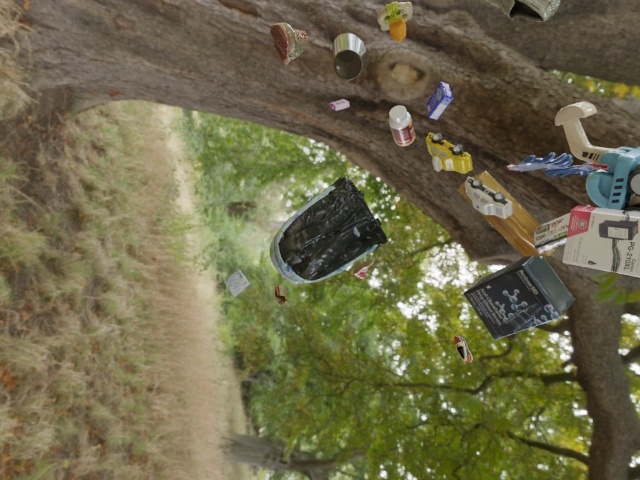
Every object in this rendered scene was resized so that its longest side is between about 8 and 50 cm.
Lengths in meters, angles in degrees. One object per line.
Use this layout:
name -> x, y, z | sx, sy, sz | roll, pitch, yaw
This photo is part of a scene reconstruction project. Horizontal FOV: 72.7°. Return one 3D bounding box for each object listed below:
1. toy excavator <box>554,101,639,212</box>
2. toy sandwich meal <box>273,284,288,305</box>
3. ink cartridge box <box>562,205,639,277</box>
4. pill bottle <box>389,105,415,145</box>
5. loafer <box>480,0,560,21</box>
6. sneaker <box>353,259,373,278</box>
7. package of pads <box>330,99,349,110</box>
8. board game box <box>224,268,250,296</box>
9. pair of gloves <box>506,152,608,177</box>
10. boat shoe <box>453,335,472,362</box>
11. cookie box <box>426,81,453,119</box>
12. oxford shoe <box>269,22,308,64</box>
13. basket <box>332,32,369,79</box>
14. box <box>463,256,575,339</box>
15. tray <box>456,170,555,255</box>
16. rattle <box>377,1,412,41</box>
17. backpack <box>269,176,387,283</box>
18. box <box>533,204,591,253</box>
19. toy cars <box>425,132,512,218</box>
toy excavator -> 1.106, -0.289, 1.667 | 0.445, 0.222, 0.433 | 31, -43, 51
toy sandwich meal -> -0.159, 0.222, 1.766 | 0.085, 0.029, 0.085 | 47, 30, -38
ink cartridge box -> 0.868, 0.001, 1.284 | 0.100, 0.237, 0.172 | -16, 113, -47
pill bottle -> 0.314, -0.444, 1.685 | 0.152, 0.086, 0.086 | 53, 41, -55
loafer -> 0.746, -0.916, 1.675 | 0.111, 0.319, 0.112 | -54, 142, 0
sneaker -> 0.229, 0.149, 2.206 | 0.118, 0.067, 0.042 | -36, -144, 12
package of pads -> 0.093, -0.650, 2.090 | 0.050, 0.083, 0.032 | 41, -34, 45
board game box -> -0.371, 0.188, 1.931 | 0.090, 0.090, 0.020 | -41, 149, -1
pair of gloves -> 0.548, -0.172, 1.007 | 0.159, 0.198, 0.023 | -173, -92, -78
boat shoe -> 0.608, 0.466, 1.880 | 0.049, 0.043, 0.137 | -60, -152, 30
cookie box -> 0.455, -0.534, 1.669 | 0.107, 0.040, 0.092 | 125, -27, -48
oxford shoe -> -0.116, -0.801, 1.720 | 0.123, 0.130, 0.348 | 60, 2, -14
basket -> 0.132, -0.817, 1.965 | 0.154, 0.204, 0.227 | -34, -155, 27
box -> 0.990, 0.283, 2.198 | 0.212, 0.293, 0.395 | -25, 168, -39
tray -> 0.759, -0.100, 1.790 | 0.076, 0.411, 0.203 | -45, 180, -3
rattle -> 0.270, -0.757, 1.573 | 0.143, 0.130, 0.200 | 64, -10, -2
backpack -> 0.000, 0.000, 1.483 | 0.355, 0.290, 0.273 | -42, -168, -33
box -> 0.880, -0.038, 1.573 | 0.207, 0.036, 0.114 | -32, -155, 43
toy cars -> 0.492, -0.209, 1.498 | 0.087, 0.393, 0.176 | -44, -176, -3
